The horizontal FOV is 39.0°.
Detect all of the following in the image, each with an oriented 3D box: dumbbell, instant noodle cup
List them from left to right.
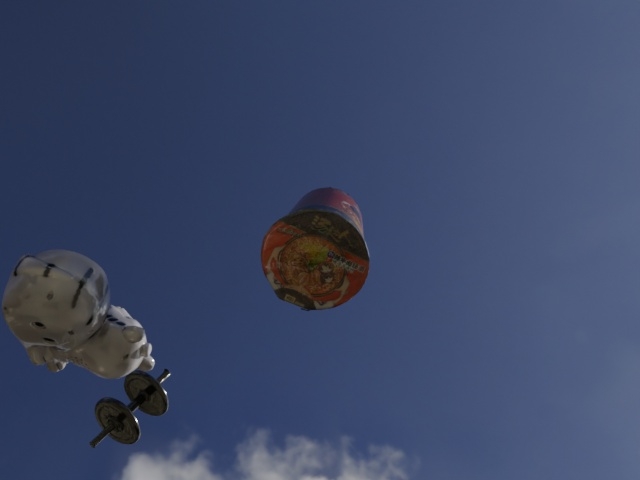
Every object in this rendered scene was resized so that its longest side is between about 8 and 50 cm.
[{"bbox_3d":[-0.233,0.206,1.117,0.069,0.147,0.069,18,-52,25],"label":"dumbbell"},{"bbox_3d":[0.002,-0.001,1.072,0.127,0.135,0.127,3,-68,7],"label":"instant noodle cup"}]

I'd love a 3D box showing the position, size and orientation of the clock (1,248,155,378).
[{"bbox_3d":[-0.233,0.077,0.895,0.117,0.080,0.176,6,-35,10],"label":"clock"}]
